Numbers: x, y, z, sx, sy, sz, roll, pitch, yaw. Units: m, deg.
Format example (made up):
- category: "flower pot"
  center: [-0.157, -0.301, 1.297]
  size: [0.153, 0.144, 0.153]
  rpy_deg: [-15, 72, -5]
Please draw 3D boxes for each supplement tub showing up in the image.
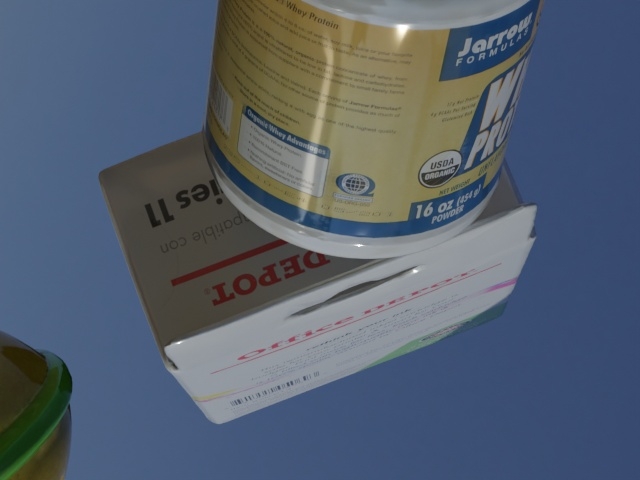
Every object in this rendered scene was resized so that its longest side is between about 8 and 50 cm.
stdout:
- category: "supplement tub"
  center: [0.026, -0.105, 0.877]
  size: [0.200, 0.144, 0.144]
  rpy_deg: [100, -5, -45]

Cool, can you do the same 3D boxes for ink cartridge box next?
- category: "ink cartridge box"
  center: [0.000, 0.000, 1.105]
  size: [0.353, 0.207, 0.119]
  rpy_deg: [85, -16, -79]

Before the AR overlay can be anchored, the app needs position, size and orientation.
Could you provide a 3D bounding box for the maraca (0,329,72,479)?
- category: "maraca"
  center: [-0.161, 0.089, 0.631]
  size: [0.185, 0.099, 0.127]
  rpy_deg: [-32, -166, -10]
